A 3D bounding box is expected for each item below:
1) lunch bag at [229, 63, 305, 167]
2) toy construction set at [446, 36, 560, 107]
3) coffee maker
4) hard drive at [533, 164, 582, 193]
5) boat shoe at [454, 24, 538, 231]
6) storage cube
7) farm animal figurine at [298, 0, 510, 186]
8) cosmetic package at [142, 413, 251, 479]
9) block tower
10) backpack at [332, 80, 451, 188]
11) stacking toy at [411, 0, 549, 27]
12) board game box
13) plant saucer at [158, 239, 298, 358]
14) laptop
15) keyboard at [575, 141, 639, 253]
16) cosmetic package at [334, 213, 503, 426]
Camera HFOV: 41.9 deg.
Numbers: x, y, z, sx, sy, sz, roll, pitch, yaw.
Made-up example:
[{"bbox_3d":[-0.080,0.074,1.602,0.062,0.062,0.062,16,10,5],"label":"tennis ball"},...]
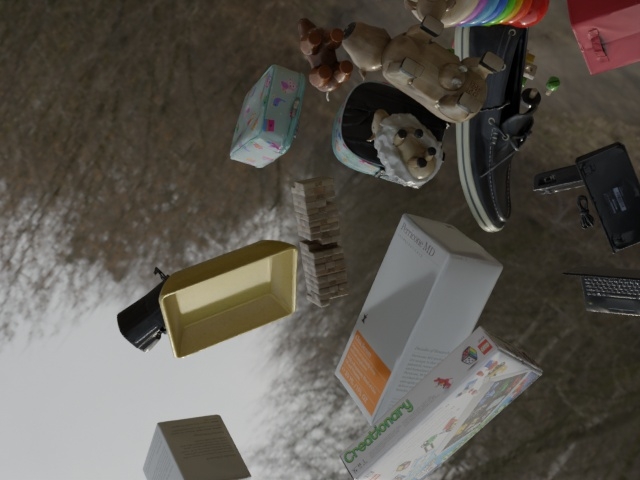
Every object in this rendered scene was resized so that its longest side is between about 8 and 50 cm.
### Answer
[{"bbox_3d":[-0.130,-0.314,2.110,0.108,0.224,0.279,20,164,-20],"label":"lunch bag"},{"bbox_3d":[0.482,-0.495,2.270,0.309,0.257,0.237,46,161,14],"label":"toy construction set"},{"bbox_3d":[-0.433,0.177,2.144,0.171,0.178,0.120,53,-177,-13],"label":"coffee maker"},{"bbox_3d":[0.723,-0.178,2.315,0.172,0.255,0.054,5,-105,-69],"label":"hard drive"},{"bbox_3d":[0.393,-0.254,1.837,0.156,0.500,0.187,3,-160,25],"label":"boat shoe"},{"bbox_3d":[0.633,-0.499,1.758,0.184,0.193,0.214,42,-138,-49],"label":"storage cube"},{"bbox_3d":[0.129,-0.291,1.214,0.327,0.330,0.172,46,172,-8],"label":"farm animal figurine"},{"bbox_3d":[-0.266,0.494,1.779,0.152,0.151,0.183,-1,-143,-35],"label":"cosmetic package"},{"bbox_3d":[0.000,0.000,2.227,0.097,0.335,0.091,-13,-164,-22],"label":"block tower"},{"bbox_3d":[0.156,-0.255,1.989,0.254,0.225,0.191,15,168,-13],"label":"backpack"},{"bbox_3d":[0.290,-0.423,1.417,0.141,0.141,0.330,41,-149,30],"label":"stacking toy"},{"bbox_3d":[0.195,0.274,1.324,0.193,0.305,0.053,30,-161,-51],"label":"board game box"},{"bbox_3d":[-0.222,0.127,1.999,0.332,0.333,0.081,94,152,-57],"label":"plant saucer"},{"bbox_3d":[0.779,0.144,2.174,0.234,0.136,0.264,4,134,32],"label":"laptop"},{"bbox_3d":[0.465,-0.064,1.351,0.180,0.108,0.023,61,-164,-20],"label":"keyboard"},{"bbox_3d":[0.219,0.194,1.954,0.162,0.453,0.230,12,-161,-29],"label":"cosmetic package"}]
